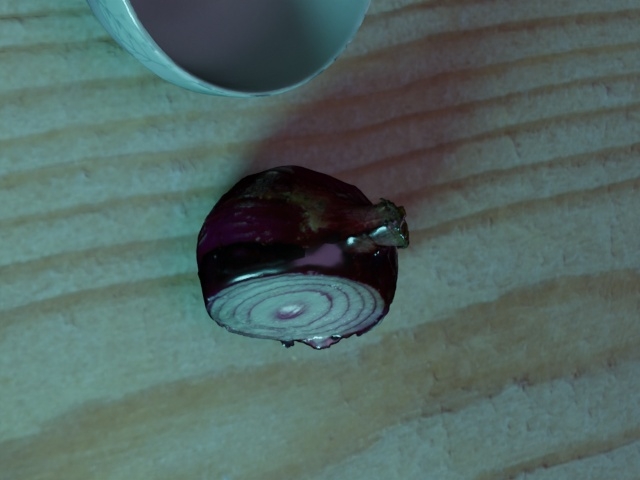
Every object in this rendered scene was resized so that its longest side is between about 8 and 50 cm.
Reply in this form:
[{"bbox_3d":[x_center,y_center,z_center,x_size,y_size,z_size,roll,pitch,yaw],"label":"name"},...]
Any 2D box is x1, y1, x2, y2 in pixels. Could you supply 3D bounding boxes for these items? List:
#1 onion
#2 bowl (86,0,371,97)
[{"bbox_3d":[0.000,0.000,1.471,0.195,0.218,0.140,23,52,-31],"label":"onion"},{"bbox_3d":[-0.098,-0.264,1.411,0.287,0.144,0.287,-4,96,-38],"label":"bowl"}]
